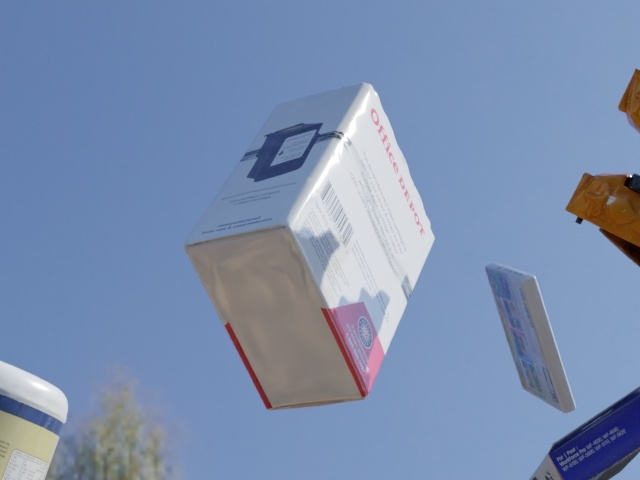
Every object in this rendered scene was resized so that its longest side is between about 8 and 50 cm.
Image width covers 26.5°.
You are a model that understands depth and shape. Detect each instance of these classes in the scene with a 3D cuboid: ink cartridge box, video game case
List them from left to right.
[{"bbox_3d":[0.000,0.000,1.148,0.100,0.237,0.172,-11,-61,26],"label":"ink cartridge box"},{"bbox_3d":[0.234,0.106,1.527,0.019,0.143,0.157,-20,-82,-8],"label":"video game case"},{"bbox_3d":[0.383,0.313,1.939,0.165,0.065,0.332,-30,-20,-11],"label":"ink cartridge box"}]

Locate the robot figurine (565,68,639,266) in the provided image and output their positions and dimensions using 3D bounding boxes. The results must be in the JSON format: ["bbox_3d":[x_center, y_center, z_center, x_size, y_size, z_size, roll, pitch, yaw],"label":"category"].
[{"bbox_3d":[0.375,-0.026,1.176,0.291,0.085,0.211,28,-82,11],"label":"robot figurine"}]

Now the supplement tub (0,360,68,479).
[{"bbox_3d":[-0.426,0.278,1.455,0.228,0.316,0.228,17,-15,5],"label":"supplement tub"}]
